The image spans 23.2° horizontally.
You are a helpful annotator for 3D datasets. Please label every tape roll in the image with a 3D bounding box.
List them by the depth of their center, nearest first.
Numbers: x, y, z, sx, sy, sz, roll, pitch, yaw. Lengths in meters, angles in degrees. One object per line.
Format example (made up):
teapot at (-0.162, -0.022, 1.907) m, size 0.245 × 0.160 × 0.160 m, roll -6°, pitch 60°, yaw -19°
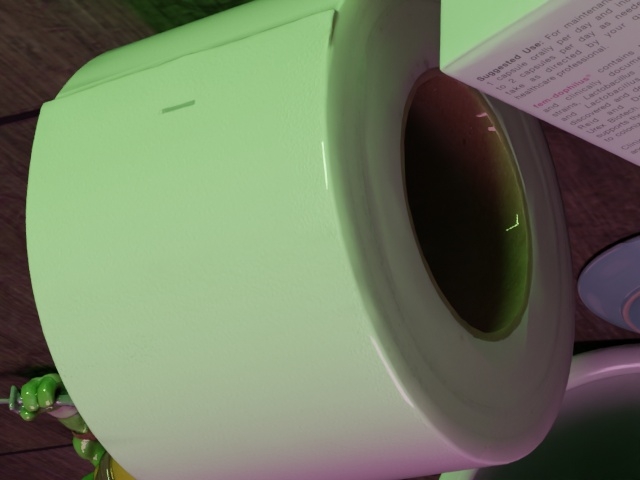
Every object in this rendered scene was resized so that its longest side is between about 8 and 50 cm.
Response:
tape roll at (0.000, 0.000, 0.766) m, size 0.169 × 0.246 × 0.246 m, roll -13°, pitch 150°, yaw 30°

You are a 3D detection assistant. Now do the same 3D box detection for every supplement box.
supplement box at (0.168, -0.102, 0.690) m, size 0.220 × 0.111 × 0.114 m, roll 19°, pitch 149°, yaw -31°

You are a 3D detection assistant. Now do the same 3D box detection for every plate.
plate at (0.270, 0.038, 1.064) m, size 0.188 × 0.024 × 0.188 m, roll 2°, pitch 154°, yaw 1°

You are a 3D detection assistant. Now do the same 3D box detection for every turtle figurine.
turtle figurine at (-0.178, 0.205, 1.258) m, size 0.274 × 0.198 × 0.266 m, roll 17°, pitch 147°, yaw -33°

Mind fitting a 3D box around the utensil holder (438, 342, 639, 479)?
utensil holder at (0.273, 0.297, 1.266) m, size 0.327 × 0.328 × 0.385 m, roll -3°, pitch 156°, yaw 12°
